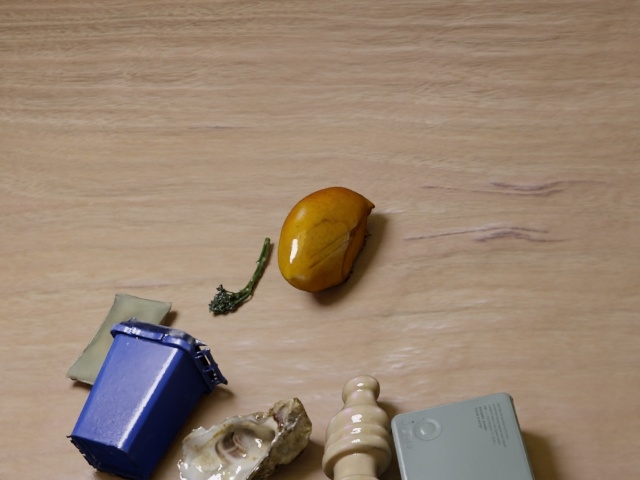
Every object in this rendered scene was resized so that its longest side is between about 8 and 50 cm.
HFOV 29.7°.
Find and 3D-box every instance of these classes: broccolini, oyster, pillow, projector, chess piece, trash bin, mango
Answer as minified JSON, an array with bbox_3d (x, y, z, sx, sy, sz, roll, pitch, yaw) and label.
[{"bbox_3d":[-0.134,0.069,2.200,0.052,0.054,0.194,37,52,6],"label":"broccolini"},{"bbox_3d":[-0.110,0.334,1.888,0.232,0.107,0.161,-37,50,5],"label":"oyster"},{"bbox_3d":[-0.353,0.176,2.135,0.119,0.053,0.208,8,52,26],"label":"pillow"},{"bbox_3d":[0.219,0.360,1.752,0.191,0.099,0.257,-14,43,4],"label":"projector"},{"bbox_3d":[0.058,0.324,1.818,0.124,0.139,0.307,7,43,1],"label":"chess piece"},{"bbox_3d":[-0.283,0.262,1.961,0.184,0.163,0.235,10,55,25],"label":"trash bin"},{"bbox_3d":[0.000,0.000,2.149,0.126,0.154,0.252,3,33,29],"label":"mango"}]
